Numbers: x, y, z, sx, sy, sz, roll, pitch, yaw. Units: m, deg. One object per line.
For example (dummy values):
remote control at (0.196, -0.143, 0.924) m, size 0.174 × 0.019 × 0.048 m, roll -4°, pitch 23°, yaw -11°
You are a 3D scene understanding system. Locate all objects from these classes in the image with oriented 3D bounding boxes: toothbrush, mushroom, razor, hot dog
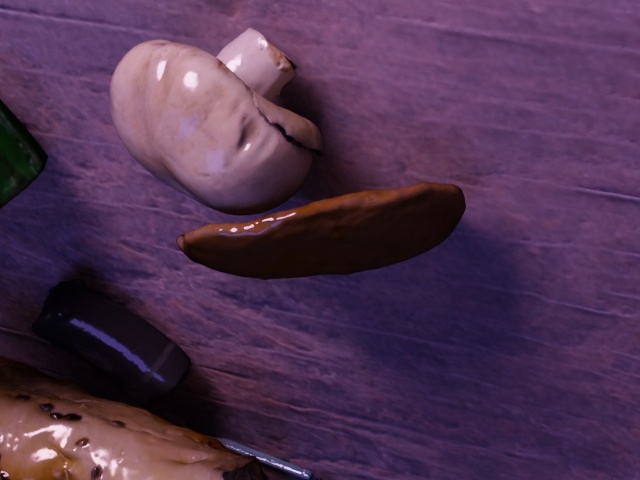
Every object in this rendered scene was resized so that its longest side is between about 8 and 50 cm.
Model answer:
toothbrush at (-0.083, 0.202, 1.360) m, size 0.167 × 0.011 × 0.014 m, roll 18°, pitch 134°, yaw 19°
mushroom at (-0.069, -0.087, 0.958) m, size 0.154 × 0.122 × 0.154 m, roll 32°, pitch 179°, yaw 0°
razor at (-0.195, 0.095, 1.285) m, size 0.148 × 0.054 × 0.090 m, roll 35°, pitch 144°, yaw -10°
hot dog at (-0.241, 0.255, 1.363) m, size 0.365 × 0.196 × 0.367 m, roll 25°, pitch 153°, yaw 20°

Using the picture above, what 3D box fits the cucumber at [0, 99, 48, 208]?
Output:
cucumber at (-0.324, -0.058, 1.117) m, size 0.191 × 0.191 × 0.130 m, roll -19°, pitch 119°, yaw 46°

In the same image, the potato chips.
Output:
potato chips at (0.000, 0.000, 0.972) m, size 0.201 × 0.049 × 0.150 m, roll -3°, pitch 169°, yaw -6°

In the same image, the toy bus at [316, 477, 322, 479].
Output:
toy bus at (0.004, 0.323, 1.373) m, size 0.089 × 0.087 × 0.194 m, roll 20°, pitch 142°, yaw 10°
